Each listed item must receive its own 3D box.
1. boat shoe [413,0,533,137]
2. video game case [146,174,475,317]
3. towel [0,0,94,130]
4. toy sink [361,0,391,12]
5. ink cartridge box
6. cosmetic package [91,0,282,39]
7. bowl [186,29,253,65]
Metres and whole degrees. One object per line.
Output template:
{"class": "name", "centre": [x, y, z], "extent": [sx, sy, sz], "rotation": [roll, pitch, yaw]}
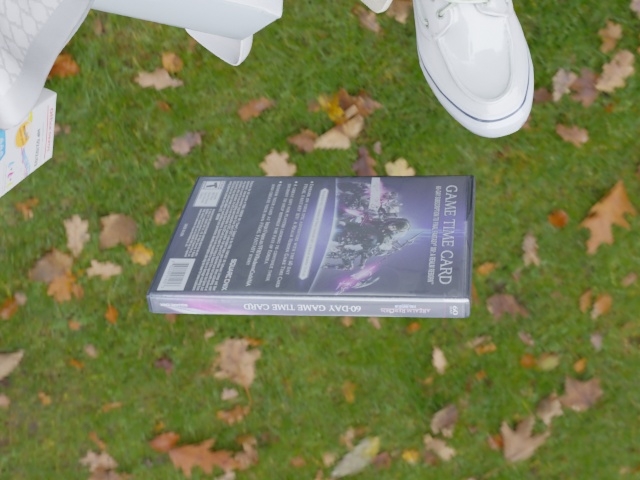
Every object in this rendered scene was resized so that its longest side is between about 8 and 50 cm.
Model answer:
{"class": "boat shoe", "centre": [0.104, -0.189, 0.849], "extent": [0.083, 0.226, 0.076], "rotation": [-20, 154, 6]}
{"class": "video game case", "centre": [0.000, 0.000, 0.985], "extent": [0.274, 0.196, 0.026], "rotation": [1, 125, 9]}
{"class": "towel", "centre": [-0.217, -0.269, 0.641], "extent": [0.053, 0.332, 0.317], "rotation": [-13, 124, 18]}
{"class": "toy sink", "centre": [0.086, -0.493, 1.732], "extent": [0.131, 0.234, 0.153], "rotation": [-21, 148, -45]}
{"class": "ink cartridge box", "centre": [-0.391, -0.134, 1.375], "extent": [0.061, 0.181, 0.104], "rotation": [24, 129, 10]}
{"class": "cosmetic package", "centre": [-0.168, -0.390, 0.950], "extent": [0.284, 0.097, 0.377], "rotation": [7, 81, -27]}
{"class": "bowl", "centre": [-0.158, -0.364, 1.729], "extent": [0.053, 0.142, 0.142], "rotation": [-38, 154, -30]}
